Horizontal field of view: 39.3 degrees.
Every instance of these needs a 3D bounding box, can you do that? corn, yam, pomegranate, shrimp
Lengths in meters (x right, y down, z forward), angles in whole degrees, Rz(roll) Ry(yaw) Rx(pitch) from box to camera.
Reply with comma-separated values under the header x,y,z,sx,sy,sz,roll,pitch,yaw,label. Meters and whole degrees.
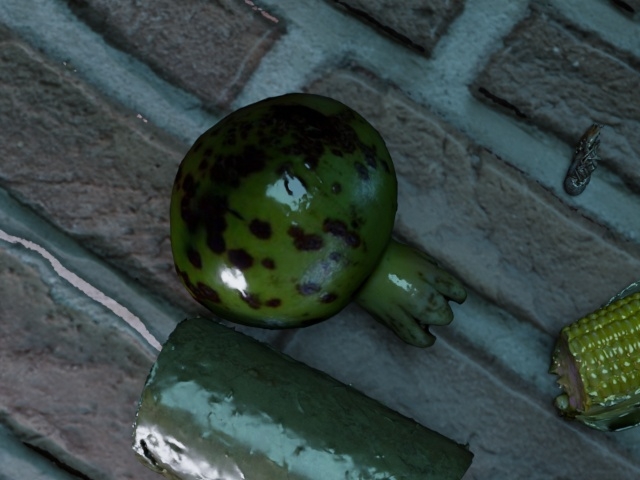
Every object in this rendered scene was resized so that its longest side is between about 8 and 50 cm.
x,y,z,sx,sy,sz,roll,pitch,yaw,label
0.380,0.095,0.926,0.305,0.122,0.123,-20,94,-2,corn
-0.023,0.200,0.859,0.304,0.168,0.168,27,76,6,yam
-0.015,0.008,0.898,0.242,0.242,0.306,-36,109,-10,pomegranate
0.300,-0.096,1.008,0.029,0.038,0.092,19,76,2,shrimp
